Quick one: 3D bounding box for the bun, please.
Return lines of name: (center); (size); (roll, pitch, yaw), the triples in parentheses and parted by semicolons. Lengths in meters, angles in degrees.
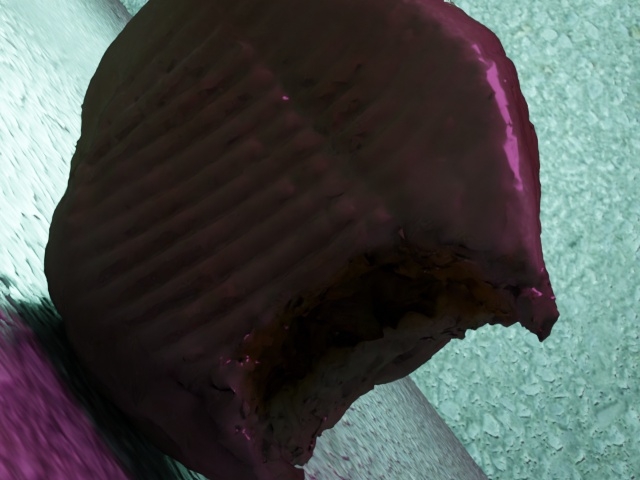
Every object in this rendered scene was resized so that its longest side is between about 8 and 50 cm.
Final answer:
bun: (-0.010, -0.011, 0.730); (0.281, 0.281, 0.205); (53, 2, 20)
